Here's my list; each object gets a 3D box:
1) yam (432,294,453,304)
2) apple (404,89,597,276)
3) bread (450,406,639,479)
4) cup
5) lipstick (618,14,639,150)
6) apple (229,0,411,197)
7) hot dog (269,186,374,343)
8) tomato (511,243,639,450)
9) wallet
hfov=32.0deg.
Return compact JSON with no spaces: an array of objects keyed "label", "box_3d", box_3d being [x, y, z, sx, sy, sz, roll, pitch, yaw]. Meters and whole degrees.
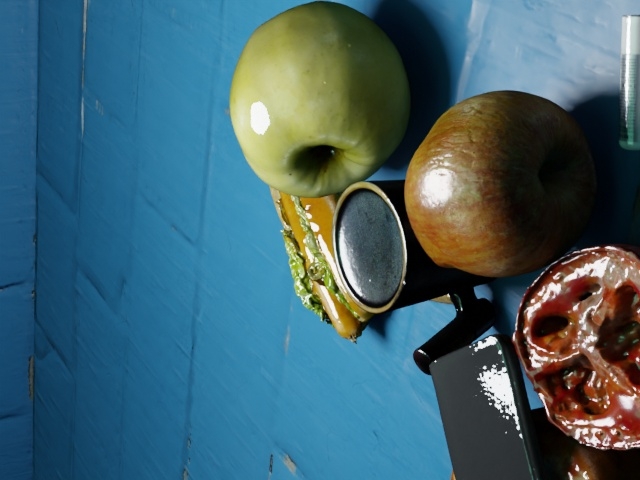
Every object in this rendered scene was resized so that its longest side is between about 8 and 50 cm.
[{"label":"yam","box_3d":[0.145,0.069,1.556,0.145,0.032,0.032,5,102,59]},{"label":"apple","box_3d":[0.202,-0.062,1.256,0.188,0.211,0.211,0,97,53]},{"label":"bread","box_3d":[0.282,0.349,1.321,0.328,0.114,0.295,19,112,57]},{"label":"cup","box_3d":[0.129,0.033,1.433,0.166,0.177,0.239,27,120,53]},{"label":"lipstick","box_3d":[0.335,-0.166,1.176,0.040,0.040,0.141,18,113,56]},{"label":"apple","box_3d":[-0.006,-0.192,1.536,0.262,0.262,0.262,21,115,55]},{"label":"hot dog","box_3d":[0.000,0.000,1.711,0.135,0.100,0.337,-52,53,50]},{"label":"tomato","box_3d":[0.321,0.105,1.199,0.228,0.101,0.228,10,103,46]},{"label":"wallet","box_3d":[0.201,0.239,1.288,0.149,0.044,0.250,-37,59,51]}]
